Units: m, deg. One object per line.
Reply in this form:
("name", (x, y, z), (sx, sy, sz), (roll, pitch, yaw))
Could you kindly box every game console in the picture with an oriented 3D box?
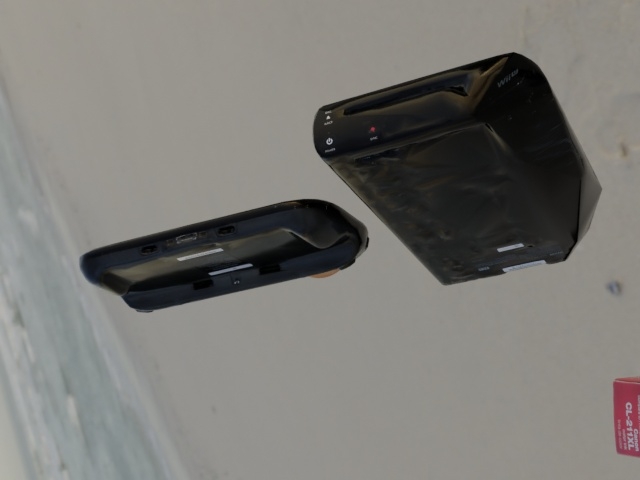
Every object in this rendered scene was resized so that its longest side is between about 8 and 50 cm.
("game console", (-0.002, -0.014, 0.742), (0.213, 0.362, 0.043), (43, -142, -55))

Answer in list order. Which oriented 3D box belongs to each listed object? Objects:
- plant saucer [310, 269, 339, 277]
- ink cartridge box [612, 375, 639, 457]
("plant saucer", (0.000, 0.000, 1.205), (0.013, 0.084, 0.083), (9, 114, 62))
("ink cartridge box", (0.361, 0.156, 0.954), (0.175, 0.128, 0.072), (-4, 86, 62))
